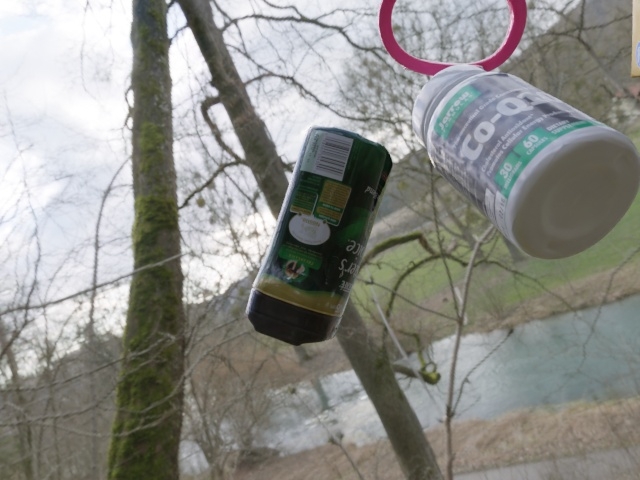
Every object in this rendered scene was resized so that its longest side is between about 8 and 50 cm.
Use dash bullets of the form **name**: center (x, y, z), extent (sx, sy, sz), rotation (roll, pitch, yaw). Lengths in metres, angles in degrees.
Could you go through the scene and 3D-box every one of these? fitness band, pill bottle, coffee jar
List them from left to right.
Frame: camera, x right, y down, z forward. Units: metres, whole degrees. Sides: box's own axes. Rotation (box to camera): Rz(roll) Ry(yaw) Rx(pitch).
- **coffee jar**: center (0.000, 0.000, 0.488), extent (0.079, 0.184, 0.096), rotation (19, -1, 13)
- **fitness band**: center (0.257, -0.431, 1.095), extent (0.291, 0.209, 0.054), rotation (5, 25, -2)
- **pill bottle**: center (0.297, -0.146, 0.887), extent (0.204, 0.204, 0.361), rotation (-25, 37, -4)

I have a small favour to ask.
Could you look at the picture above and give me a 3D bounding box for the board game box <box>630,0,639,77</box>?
- **board game box**: center (0.532, -0.381, 0.716), extent (0.242, 0.316, 0.064), rotation (-5, 8, -4)
